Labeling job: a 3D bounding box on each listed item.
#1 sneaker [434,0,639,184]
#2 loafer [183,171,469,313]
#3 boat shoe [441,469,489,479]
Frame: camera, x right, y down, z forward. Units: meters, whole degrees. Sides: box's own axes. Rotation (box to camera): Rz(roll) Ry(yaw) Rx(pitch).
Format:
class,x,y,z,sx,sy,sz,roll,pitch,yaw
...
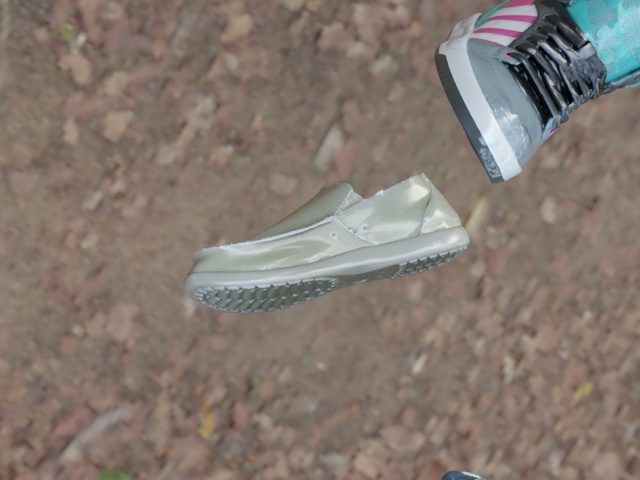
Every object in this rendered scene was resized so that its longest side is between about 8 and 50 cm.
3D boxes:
class,x,y,z,sx,sy,sz,roll,pitch,yaw
sneaker,0.197,-0.144,1.323,0.124,0.178,0.295,61,17,-16
loafer,0.000,0.000,1.525,0.268,0.092,0.102,-10,164,-18
boat shoe,0.234,0.377,2.266,0.095,0.079,0.254,-55,142,-2
